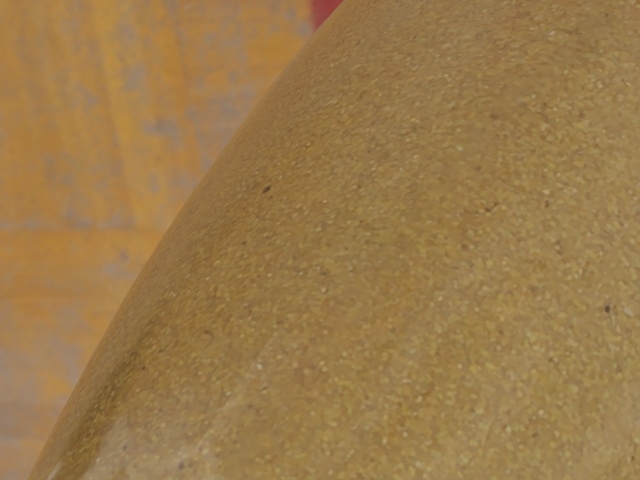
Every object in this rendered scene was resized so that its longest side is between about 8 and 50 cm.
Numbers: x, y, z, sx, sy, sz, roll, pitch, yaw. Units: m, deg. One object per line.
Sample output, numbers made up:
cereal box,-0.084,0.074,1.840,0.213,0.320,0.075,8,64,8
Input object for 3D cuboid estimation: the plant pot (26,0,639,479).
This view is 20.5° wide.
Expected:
plant pot,0.043,0.044,0.467,0.237,0.254,0.237,18,126,27
